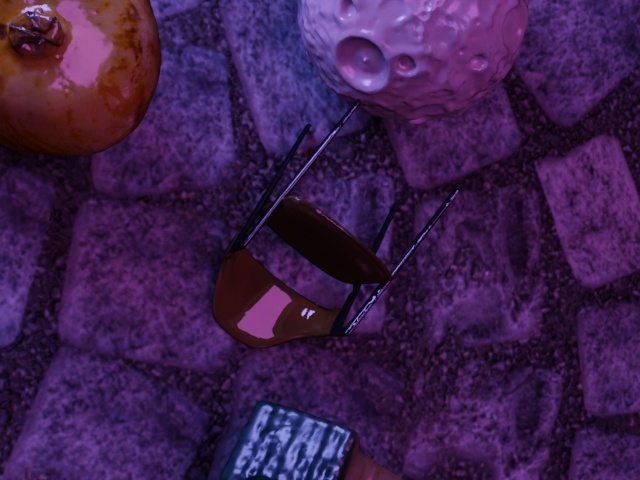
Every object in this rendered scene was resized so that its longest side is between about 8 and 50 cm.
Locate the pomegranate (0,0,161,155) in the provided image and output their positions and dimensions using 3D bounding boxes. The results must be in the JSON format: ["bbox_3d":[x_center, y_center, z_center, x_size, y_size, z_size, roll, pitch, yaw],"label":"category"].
[{"bbox_3d":[-0.275,-0.197,1.459,0.248,0.248,0.248,1,87,-22],"label":"pomegranate"}]

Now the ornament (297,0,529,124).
[{"bbox_3d":[0.098,-0.250,1.595,0.259,0.259,0.225,51,49,-12],"label":"ornament"}]

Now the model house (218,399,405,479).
[{"bbox_3d":[-0.041,0.384,1.482,0.343,0.334,0.382,36,65,-19],"label":"model house"}]

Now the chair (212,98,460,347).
[{"bbox_3d":[0.000,0.000,1.608,0.159,0.172,0.247,40,67,-17],"label":"chair"}]
